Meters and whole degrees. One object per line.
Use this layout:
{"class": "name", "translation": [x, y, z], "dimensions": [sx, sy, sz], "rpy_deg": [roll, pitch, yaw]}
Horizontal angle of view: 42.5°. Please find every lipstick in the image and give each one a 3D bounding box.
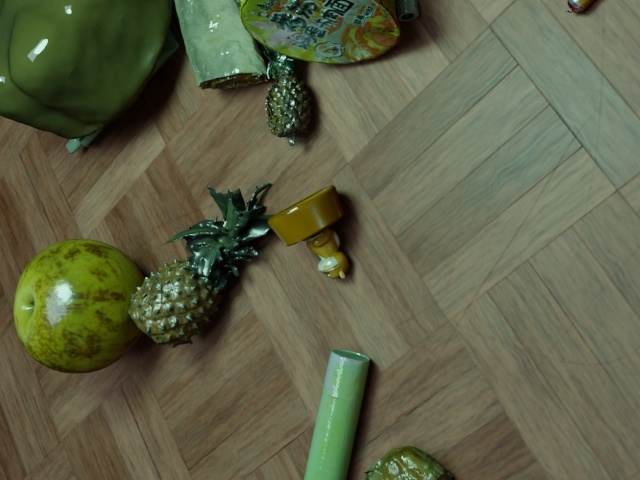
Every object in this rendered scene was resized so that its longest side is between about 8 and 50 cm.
{"class": "lipstick", "translation": [0.140, -0.426, 1.371], "dimensions": [0.037, 0.037, 0.116], "rpy_deg": [-14, 76, 36]}
{"class": "lipstick", "translation": [0.022, 0.340, 1.405], "dimensions": [0.076, 0.076, 0.304], "rpy_deg": [15, 96, 36]}

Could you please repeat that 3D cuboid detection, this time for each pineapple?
{"class": "pineapple", "translation": [-0.213, 0.032, 1.560], "dimensions": [0.165, 0.165, 0.364], "rpy_deg": [46, 105, 29]}
{"class": "pineapple", "translation": [-0.052, -0.279, 1.479], "dimensions": [0.103, 0.083, 0.221], "rpy_deg": [-4, 86, 25]}

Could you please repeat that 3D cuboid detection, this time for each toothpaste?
{"class": "toothpaste", "translation": [-0.438, -0.321, 1.785], "dimensions": [0.392, 0.061, 0.098], "rpy_deg": [-40, 61, 26]}

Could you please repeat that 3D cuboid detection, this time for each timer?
{"class": "timer", "translation": [0.000, 0.000, 1.422], "dimensions": [0.132, 0.132, 0.152], "rpy_deg": [-25, 96, 34]}

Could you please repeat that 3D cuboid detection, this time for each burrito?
{"class": "burrito", "translation": [-0.204, -0.401, 1.585], "dimensions": [0.143, 0.105, 0.299], "rpy_deg": [-32, 68, 27]}

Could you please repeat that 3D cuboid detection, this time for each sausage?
{"class": "sausage", "translation": [0.399, -0.375, 1.174], "dimensions": [0.129, 0.034, 0.034], "rpy_deg": [-47, 63, 25]}

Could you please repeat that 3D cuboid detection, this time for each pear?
{"class": "pear", "translation": [-0.478, 0.132, 1.669], "dimensions": [0.281, 0.281, 0.280], "rpy_deg": [-2, 87, 37]}

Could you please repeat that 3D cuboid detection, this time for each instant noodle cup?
{"class": "instant noodle cup", "translation": [0.008, -0.434, 1.337], "dimensions": [0.264, 0.264, 0.200], "rpy_deg": [-5, 72, 37]}

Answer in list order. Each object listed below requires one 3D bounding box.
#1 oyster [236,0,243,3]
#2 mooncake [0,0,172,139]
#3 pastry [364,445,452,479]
{"class": "oyster", "translation": [-0.158, -0.544, 1.574], "dimensions": [0.133, 0.072, 0.209], "rpy_deg": [-28, 84, -5]}
{"class": "mooncake", "translation": [-0.531, -0.450, 1.696], "dimensions": [0.467, 0.262, 0.467], "rpy_deg": [-17, 61, 35]}
{"class": "pastry", "translation": [0.141, 0.404, 1.309], "dimensions": [0.153, 0.081, 0.153], "rpy_deg": [-3, 84, 27]}
